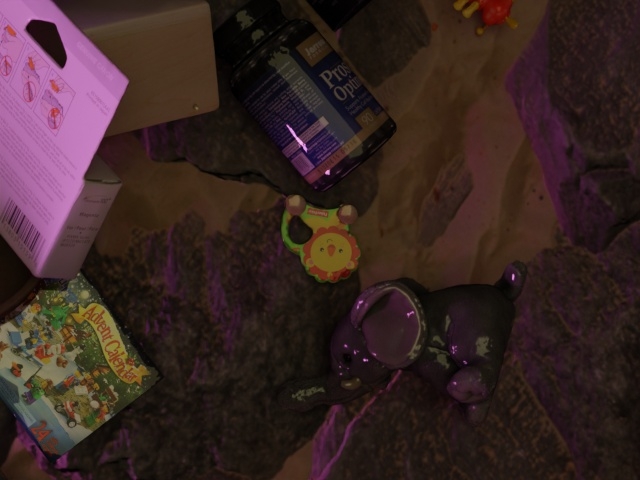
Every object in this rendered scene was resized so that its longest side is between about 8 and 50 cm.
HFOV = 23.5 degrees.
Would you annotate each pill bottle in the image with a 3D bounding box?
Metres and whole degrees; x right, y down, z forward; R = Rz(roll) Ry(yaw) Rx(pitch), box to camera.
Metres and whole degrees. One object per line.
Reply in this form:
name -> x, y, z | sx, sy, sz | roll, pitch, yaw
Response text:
pill bottle -> -0.025, -0.172, 1.750 | 0.123, 0.123, 0.219 | -41, 94, -10

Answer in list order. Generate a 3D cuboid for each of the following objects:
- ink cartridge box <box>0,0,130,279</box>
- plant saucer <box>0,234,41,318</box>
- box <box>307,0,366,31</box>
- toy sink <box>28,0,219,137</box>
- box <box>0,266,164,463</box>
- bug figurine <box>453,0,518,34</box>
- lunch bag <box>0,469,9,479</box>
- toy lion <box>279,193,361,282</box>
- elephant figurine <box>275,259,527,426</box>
ink cartridge box -> -0.298, -0.134, 1.605 | 0.275, 0.060, 0.239 | 45, 115, 34
plant saucer -> -0.425, 0.021, 1.624 | 0.277, 0.278, 0.041 | -3, 128, -10
box -> 0.011, -0.339, 1.751 | 0.093, 0.156, 0.158 | -41, 94, -11
toy sink -> -0.230, -0.211, 1.689 | 0.152, 0.234, 0.131 | -17, 119, -24
box -> -0.308, 0.109, 1.722 | 0.159, 0.044, 0.233 | -38, 93, -10
bug figurine -> 0.229, -0.391, 1.835 | 0.279, 0.072, 0.216 | -41, 87, -5
lunch bag -> -0.406, 0.402, 1.620 | 0.287, 0.169, 0.235 | -38, 93, 16
toy lion -> 0.000, 0.000, 1.792 | 0.100, 0.034, 0.096 | 11, 92, -9
elephant figurine -> 0.089, 0.111, 1.746 | 0.239, 0.169, 0.186 | 16, 54, 7
